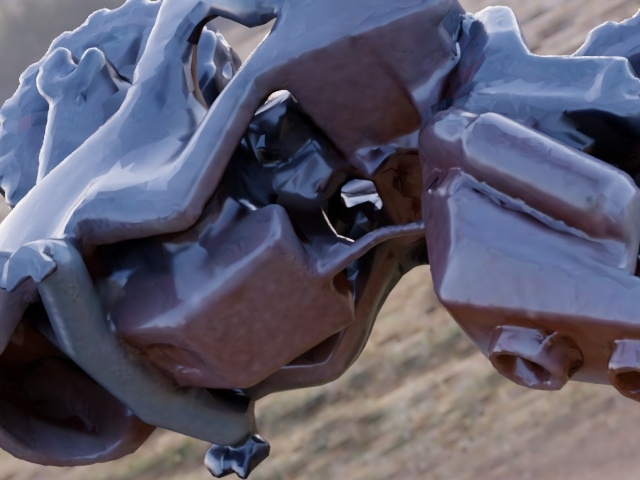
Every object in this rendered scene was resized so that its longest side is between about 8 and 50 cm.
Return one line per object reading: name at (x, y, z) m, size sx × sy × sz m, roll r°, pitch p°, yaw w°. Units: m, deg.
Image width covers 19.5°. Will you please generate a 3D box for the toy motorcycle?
toy motorcycle at (0.000, 0.000, 0.386) m, size 0.212 × 0.084 × 0.118 m, roll 5°, pitch 58°, yaw 38°
